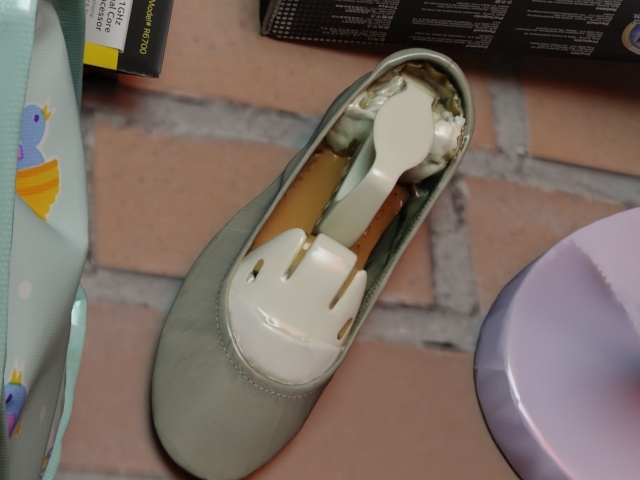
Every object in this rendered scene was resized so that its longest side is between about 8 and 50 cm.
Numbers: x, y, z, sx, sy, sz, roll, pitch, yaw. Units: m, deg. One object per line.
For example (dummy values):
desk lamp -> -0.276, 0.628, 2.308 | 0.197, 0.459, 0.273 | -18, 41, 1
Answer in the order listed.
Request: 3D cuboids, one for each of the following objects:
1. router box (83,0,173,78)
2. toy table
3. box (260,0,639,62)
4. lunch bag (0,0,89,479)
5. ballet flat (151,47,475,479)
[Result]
router box -> -0.114, -0.163, 0.677 | 0.133, 0.046, 0.179 | 9, 92, -32
toy table -> 0.222, 0.039, 0.743 | 0.274, 0.161, 0.252 | -9, 72, -29
box -> 0.106, -0.191, 0.811 | 0.270, 0.060, 0.216 | 2, 66, -10
lunch bag -> -0.174, -0.004, 0.459 | 0.223, 0.262, 0.160 | 8, 61, -3
ballet flat -> 0.000, 0.000, 0.700 | 0.072, 0.068, 0.213 | 36, 56, -8
